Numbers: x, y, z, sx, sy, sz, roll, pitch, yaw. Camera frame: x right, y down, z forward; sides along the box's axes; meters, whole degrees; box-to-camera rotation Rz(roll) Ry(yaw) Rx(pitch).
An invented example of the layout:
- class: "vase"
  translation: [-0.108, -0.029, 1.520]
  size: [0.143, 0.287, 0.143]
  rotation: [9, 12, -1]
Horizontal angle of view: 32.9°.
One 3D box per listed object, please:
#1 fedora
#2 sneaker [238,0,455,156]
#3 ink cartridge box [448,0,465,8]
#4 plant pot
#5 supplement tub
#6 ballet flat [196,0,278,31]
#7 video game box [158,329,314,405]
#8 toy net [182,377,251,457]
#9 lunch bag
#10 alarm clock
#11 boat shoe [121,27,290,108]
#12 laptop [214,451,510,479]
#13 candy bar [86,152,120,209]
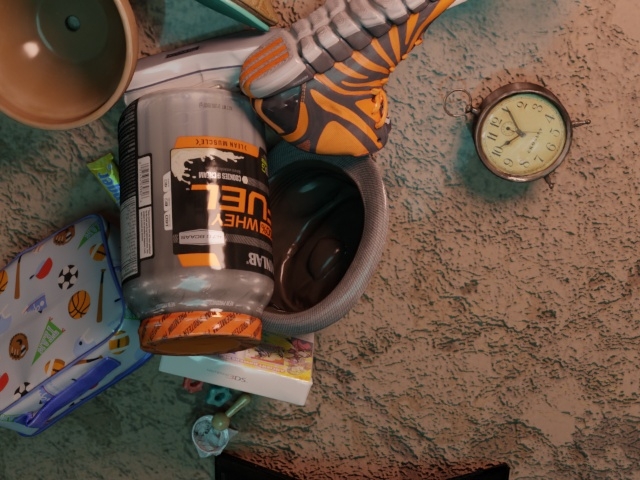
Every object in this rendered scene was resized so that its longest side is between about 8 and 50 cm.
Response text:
- class: "fedora"
  translation: [0.000, 0.000, 1.472]
  size: [0.244, 0.124, 0.275]
  rotation: [19, 88, 32]
- class: "sneaker"
  translation: [0.071, -0.226, 1.356]
  size: [0.321, 0.124, 0.180]
  rotation: [-29, 127, 14]
- class: "ink cartridge box"
  translation: [0.178, -0.367, 1.369]
  size: [0.198, 0.067, 0.115]
  rotation: [-22, 110, 11]
- class: "plant pot"
  translation: [-0.336, -0.269, 1.392]
  size: [0.238, 0.109, 0.237]
  rotation: [5, 114, 11]
- class: "supplement tub"
  translation: [-0.159, -0.019, 1.383]
  size: [0.194, 0.193, 0.315]
  rotation: [-5, 75, 4]
- class: "ballet flat"
  translation: [-0.196, -0.381, 1.365]
  size: [0.343, 0.116, 0.124]
  rotation: [21, 89, -3]
- class: "video game box"
  translation: [-0.110, 0.144, 1.526]
  size: [0.205, 0.187, 0.048]
  rotation: [15, 112, -4]
- class: "toy net"
  translation: [-0.153, 0.250, 1.617]
  size: [0.122, 0.045, 0.232]
  rotation: [1, 123, -31]
- class: "lunch bag"
  translation: [-0.361, 0.125, 1.493]
  size: [0.303, 0.243, 0.115]
  rotation: [-35, 144, 16]
- class: "alarm clock"
  translation: [0.253, -0.155, 1.458]
  size: [0.192, 0.064, 0.129]
  rotation: [23, 111, -10]
- class: "boat shoe"
  translation: [-0.143, -0.217, 1.436]
  size: [0.258, 0.095, 0.084]
  rotation: [-9, 117, 16]
- class: "laptop"
  translation: [0.058, 0.516, 1.768]
  size: [0.408, 0.236, 0.381]
  rotation: [14, 115, 27]
- class: "candy bar"
  translation: [-0.271, -0.051, 1.540]
  size: [0.040, 0.018, 0.161]
  rotation: [-27, 109, 12]
